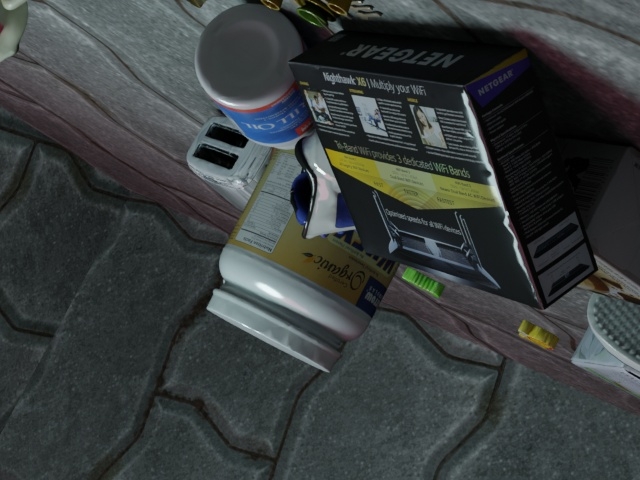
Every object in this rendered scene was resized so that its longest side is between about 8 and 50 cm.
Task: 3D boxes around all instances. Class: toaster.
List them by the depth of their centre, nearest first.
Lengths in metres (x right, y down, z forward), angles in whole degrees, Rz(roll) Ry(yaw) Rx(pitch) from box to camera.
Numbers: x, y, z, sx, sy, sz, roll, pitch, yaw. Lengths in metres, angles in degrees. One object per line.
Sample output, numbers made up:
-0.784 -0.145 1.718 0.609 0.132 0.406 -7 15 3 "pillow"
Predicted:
-0.118 -0.122 2.387 0.227 0.129 0.146 24 169 47 "toaster"

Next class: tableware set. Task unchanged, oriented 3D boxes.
-0.012 -0.241 1.454 0.104 0.024 0.154 31 173 -27 "tableware set"

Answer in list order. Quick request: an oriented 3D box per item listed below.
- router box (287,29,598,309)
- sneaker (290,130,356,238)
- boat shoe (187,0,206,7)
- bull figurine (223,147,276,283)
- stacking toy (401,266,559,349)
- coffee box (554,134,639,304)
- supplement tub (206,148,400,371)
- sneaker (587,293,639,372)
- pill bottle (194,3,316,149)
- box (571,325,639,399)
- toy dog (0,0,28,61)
0.116 -0.079 1.449 0.309 0.081 0.243 19 137 56 "router box"
0.068 -0.057 1.762 0.182 0.127 0.315 -24 137 24 "sneaker"
-0.143 -0.298 1.497 0.056 0.048 0.153 38 172 27 "boat shoe"
-0.041 -0.012 2.193 0.101 0.310 0.188 0 160 47 "bull figurine"
0.237 0.021 1.858 0.221 0.167 0.052 26 173 18 "stacking toy"
0.260 -0.029 1.569 0.168 0.119 0.297 32 172 -31 "coffee box"
0.000 0.000 1.996 0.228 0.316 0.228 27 174 3 "supplement tub"
0.517 0.160 1.985 0.321 0.126 0.127 24 167 17 "sneaker"
-0.059 -0.180 1.683 0.124 0.124 0.221 26 174 17 "pill bottle"
0.543 0.197 2.164 0.262 0.126 0.231 28 173 -6 "box"
-0.525 -0.331 1.751 0.395 0.284 0.408 24 175 31 "toy dog"
